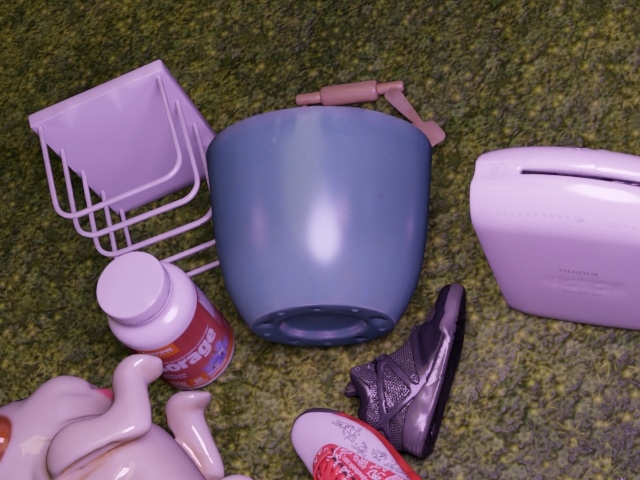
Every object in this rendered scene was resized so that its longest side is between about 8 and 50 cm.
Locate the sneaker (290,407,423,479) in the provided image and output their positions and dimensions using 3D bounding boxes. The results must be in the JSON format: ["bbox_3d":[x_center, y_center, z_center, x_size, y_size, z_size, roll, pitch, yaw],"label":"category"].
[{"bbox_3d":[0.041,0.296,1.537,0.270,0.145,0.090,36,115,25],"label":"sneaker"}]

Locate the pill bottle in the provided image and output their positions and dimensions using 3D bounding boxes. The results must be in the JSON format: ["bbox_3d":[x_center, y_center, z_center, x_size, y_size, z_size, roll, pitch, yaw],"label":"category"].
[{"bbox_3d":[-0.202,0.102,1.705,0.121,0.216,0.121,-9,60,16],"label":"pill bottle"}]

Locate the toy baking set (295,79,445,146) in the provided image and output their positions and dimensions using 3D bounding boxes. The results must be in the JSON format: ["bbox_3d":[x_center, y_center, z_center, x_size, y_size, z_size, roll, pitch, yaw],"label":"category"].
[{"bbox_3d":[0.051,-0.155,1.840,0.256,0.030,0.197,-9,46,14],"label":"toy baking set"}]

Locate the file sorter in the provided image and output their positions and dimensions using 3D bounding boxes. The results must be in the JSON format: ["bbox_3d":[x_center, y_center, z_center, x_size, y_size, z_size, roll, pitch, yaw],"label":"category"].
[{"bbox_3d":[-0.233,-0.072,1.780,0.193,0.277,0.173,-22,62,8],"label":"file sorter"}]

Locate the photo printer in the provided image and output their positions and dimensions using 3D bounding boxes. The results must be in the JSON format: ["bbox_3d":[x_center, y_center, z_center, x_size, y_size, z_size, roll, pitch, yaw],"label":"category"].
[{"bbox_3d":[0.313,-0.003,1.525,0.256,0.307,0.107,7,66,22],"label":"photo printer"}]

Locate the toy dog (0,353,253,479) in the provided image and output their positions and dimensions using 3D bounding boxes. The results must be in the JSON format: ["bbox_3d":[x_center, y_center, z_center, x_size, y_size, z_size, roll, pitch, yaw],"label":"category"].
[{"bbox_3d":[-0.254,0.331,1.601,0.408,0.284,0.395,34,96,32],"label":"toy dog"}]

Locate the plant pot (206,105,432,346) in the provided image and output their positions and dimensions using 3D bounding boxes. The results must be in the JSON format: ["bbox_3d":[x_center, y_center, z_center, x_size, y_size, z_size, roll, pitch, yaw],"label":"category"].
[{"bbox_3d":[0.000,0.000,1.660,0.293,0.293,0.235,-7,69,16],"label":"plant pot"}]

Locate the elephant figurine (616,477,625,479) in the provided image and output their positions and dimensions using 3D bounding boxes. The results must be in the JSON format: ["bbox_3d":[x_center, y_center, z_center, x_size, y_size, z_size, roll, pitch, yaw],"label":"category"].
[{"bbox_3d":[0.469,0.301,1.398,0.239,0.186,0.169,-33,43,1],"label":"elephant figurine"}]

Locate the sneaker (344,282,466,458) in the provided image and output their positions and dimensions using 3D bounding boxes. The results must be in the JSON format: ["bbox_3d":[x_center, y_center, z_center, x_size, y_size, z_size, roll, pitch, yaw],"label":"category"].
[{"bbox_3d":[0.106,0.148,1.647,0.130,0.087,0.227,15,74,19],"label":"sneaker"}]
